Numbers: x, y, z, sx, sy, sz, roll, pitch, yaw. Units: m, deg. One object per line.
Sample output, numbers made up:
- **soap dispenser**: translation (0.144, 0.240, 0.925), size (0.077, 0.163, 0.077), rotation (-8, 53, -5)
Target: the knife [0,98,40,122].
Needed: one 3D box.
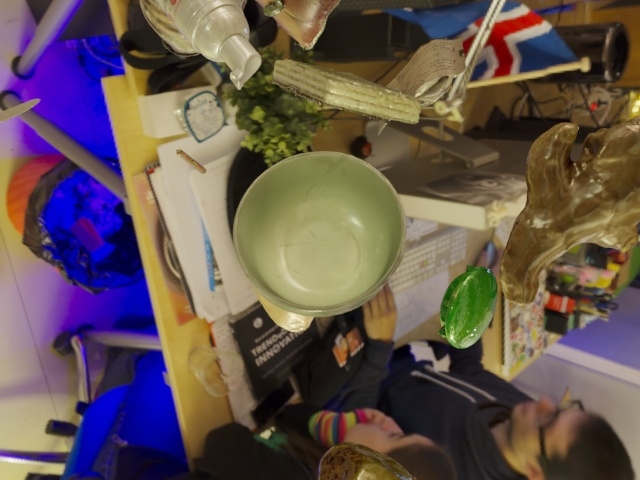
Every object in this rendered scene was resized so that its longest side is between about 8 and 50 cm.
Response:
- **knife**: translation (-0.693, -0.257, 1.251), size (0.244, 0.058, 0.032), rotation (-41, 134, -42)

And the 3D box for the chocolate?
- **chocolate**: translation (-0.380, -0.685, 1.596), size (0.213, 0.303, 0.303), rotation (32, 78, -61)

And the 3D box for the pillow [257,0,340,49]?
- **pillow**: translation (-0.036, -0.352, 0.750), size (0.171, 0.179, 0.075), rotation (41, 53, -11)

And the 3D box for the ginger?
- **ginger**: translation (0.319, -0.066, 0.597), size (0.166, 0.333, 0.080), rotation (62, 19, -10)

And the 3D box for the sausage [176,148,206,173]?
- **sausage**: translation (-0.270, -0.165, 1.232), size (0.015, 0.015, 0.100), rotation (-64, 146, -10)

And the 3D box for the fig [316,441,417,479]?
- **fig**: translation (0.074, 0.407, 0.958), size (0.154, 0.165, 0.144), rotation (104, -2, -49)

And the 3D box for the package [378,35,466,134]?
- **package**: translation (0.228, -0.380, 1.390), size (0.062, 0.250, 0.204), rotation (43, 34, -25)

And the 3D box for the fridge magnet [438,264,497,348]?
- **fridge magnet**: translation (0.361, 0.161, 1.426), size (0.208, 0.088, 0.208), rotation (-18, 117, -40)

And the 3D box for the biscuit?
- **biscuit**: translation (0.024, -0.177, 0.686), size (0.121, 0.199, 0.041), rotation (8, 108, -24)

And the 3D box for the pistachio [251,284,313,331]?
- **pistachio**: translation (-0.096, 0.113, 1.706), size (0.213, 0.193, 0.318), rotation (-15, 105, -11)

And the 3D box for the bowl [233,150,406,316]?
- **bowl**: translation (0.000, 0.000, 1.092), size (0.307, 0.307, 0.163), rotation (-57, 168, -16)

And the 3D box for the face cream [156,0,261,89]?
- **face cream**: translation (-0.247, -0.499, 1.342), size (0.145, 0.370, 0.145), rotation (-35, 166, -10)
